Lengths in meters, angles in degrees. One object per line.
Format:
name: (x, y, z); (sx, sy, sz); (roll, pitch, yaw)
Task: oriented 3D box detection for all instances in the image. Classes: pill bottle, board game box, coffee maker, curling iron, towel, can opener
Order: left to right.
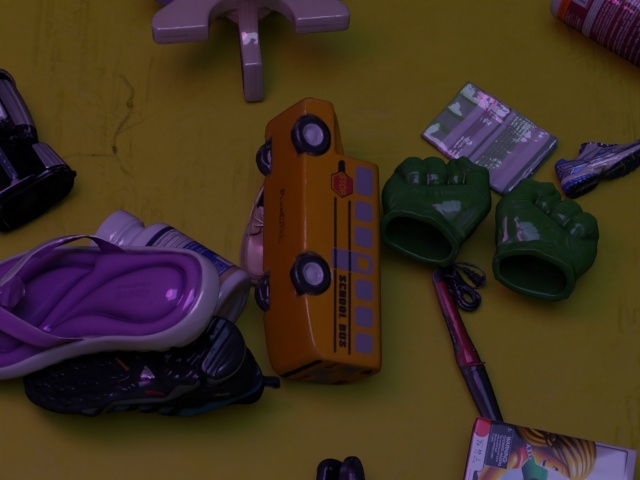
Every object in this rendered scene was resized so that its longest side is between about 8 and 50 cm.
coffee maker: (-0.427, -0.103, 1.969); (0.171, 0.120, 0.178); (-38, 68, 9)
pill bottle: (-0.190, 0.043, 1.890); (0.186, 0.112, 0.112); (30, 68, 14)
can opener: (0.014, 0.344, 1.782); (0.059, 0.073, 0.186); (8, 74, -5)
curling iron: (0.197, 0.145, 1.885); (0.068, 0.035, 0.274); (-11, 65, -5)
towel: (0.224, -0.135, 2.023); (0.152, 0.023, 0.113); (37, 69, 16)
board game box: (0.244, 0.371, 1.758); (0.193, 0.053, 0.305); (11, 70, 5)
pill bottle: (0.429, -0.300, 2.046); (0.221, 0.121, 0.121); (34, 69, 14)

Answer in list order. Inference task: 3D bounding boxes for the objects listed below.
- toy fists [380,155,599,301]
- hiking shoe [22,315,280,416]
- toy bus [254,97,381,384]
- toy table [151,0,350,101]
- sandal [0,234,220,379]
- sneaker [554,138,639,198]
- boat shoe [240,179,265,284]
toy fists: (0.213, -0.029, 1.921); (0.279, 0.096, 0.142); (17, 41, 9)
hiking shoe: (-0.212, 0.175, 1.830); (0.304, 0.132, 0.113); (-6, 56, 23)
toy bus: (0.000, 0.000, 1.877); (0.130, 0.108, 0.333); (11, 68, -29)
toy table: (-0.102, -0.326, 2.010); (0.274, 0.252, 0.161); (-13, 48, 3)
sandal: (-0.307, 0.059, 1.800); (0.416, 0.102, 0.169); (-10, 56, 27)
sneaker: (0.366, -0.110, 1.997); (0.135, 0.052, 0.058); (-23, 63, -11)
boat shoe: (-0.065, -0.028, 1.952); (0.063, 0.059, 0.170); (11, 65, 5)
